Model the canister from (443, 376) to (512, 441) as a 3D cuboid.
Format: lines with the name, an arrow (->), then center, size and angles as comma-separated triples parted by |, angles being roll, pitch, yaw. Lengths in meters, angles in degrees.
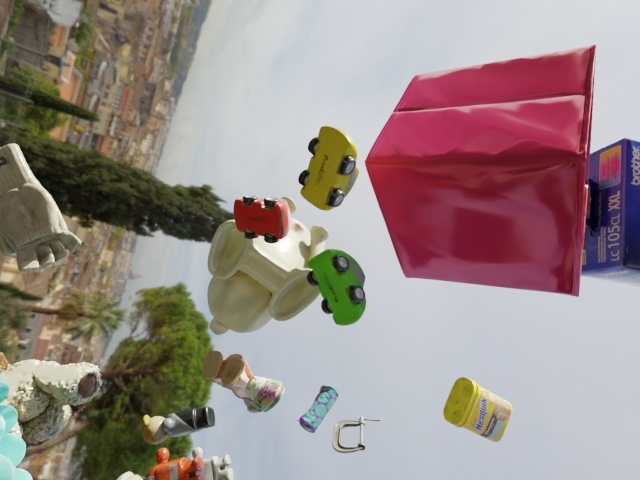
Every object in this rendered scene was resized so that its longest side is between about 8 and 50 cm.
canister -> 0.430, 0.461, 1.143 | 0.126, 0.169, 0.073 | -63, -157, -10

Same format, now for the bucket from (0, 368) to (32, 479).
bucket -> -0.524, 0.340, 0.582 | 0.281, 0.183, 0.281 | 23, -60, 48

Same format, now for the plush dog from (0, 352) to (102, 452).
plush dog -> -0.630, 0.367, 0.914 | 0.262, 0.210, 0.226 | -40, 151, -44

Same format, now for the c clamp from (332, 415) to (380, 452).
c clamp -> 0.103, 0.574, 1.251 | 0.161, 0.137, 0.022 | -50, 139, -71

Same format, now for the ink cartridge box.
ink cartridge box -> 0.685, -0.040, 0.876 | 0.151, 0.395, 0.270 | 129, -30, -77

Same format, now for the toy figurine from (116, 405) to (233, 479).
toy figurine -> -0.252, 0.424, 0.740 | 0.209, 0.148, 0.213 | -113, -171, -69

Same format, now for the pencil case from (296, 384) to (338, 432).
pencil case -> -0.006, 0.546, 1.374 | 0.152, 0.070, 0.064 | -49, -179, -34

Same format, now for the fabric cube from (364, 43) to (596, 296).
fabric cube -> 0.258, -0.101, 0.641 | 0.258, 0.254, 0.259 | 3, -132, 33

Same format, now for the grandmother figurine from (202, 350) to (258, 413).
grandmother figurine -> -0.221, 0.433, 1.252 | 0.104, 0.207, 0.342 | -57, 155, -25

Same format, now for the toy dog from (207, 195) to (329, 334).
toy dog -> -0.135, 0.075, 1.212 | 0.396, 0.284, 0.408 | -63, 180, 23

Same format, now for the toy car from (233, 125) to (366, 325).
toy car -> 0.000, 0.000, 0.549 | 0.239, 0.053, 0.225 | -31, -98, 41

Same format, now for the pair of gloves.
pair of gloves -> -0.523, -0.009, 0.652 | 0.240, 0.204, 0.042 | -35, 177, -6

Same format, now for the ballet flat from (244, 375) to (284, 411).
ballet flat -> -0.136, 0.350, 0.973 | 0.077, 0.079, 0.221 | -50, 174, -23
